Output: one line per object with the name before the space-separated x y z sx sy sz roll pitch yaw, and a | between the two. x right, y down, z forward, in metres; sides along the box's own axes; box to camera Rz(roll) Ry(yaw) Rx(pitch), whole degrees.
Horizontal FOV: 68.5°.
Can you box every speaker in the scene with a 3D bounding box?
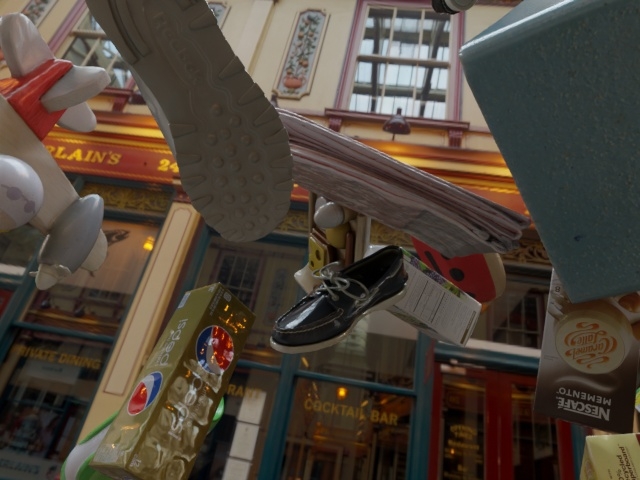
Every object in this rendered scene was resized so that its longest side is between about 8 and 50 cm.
speaker | -0.314 0.347 0.828 0.296 0.131 0.131 -38 -48 12

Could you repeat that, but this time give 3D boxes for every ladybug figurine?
ladybug figurine | 0.446 0.041 1.587 0.450 0.161 0.305 56 -17 -3

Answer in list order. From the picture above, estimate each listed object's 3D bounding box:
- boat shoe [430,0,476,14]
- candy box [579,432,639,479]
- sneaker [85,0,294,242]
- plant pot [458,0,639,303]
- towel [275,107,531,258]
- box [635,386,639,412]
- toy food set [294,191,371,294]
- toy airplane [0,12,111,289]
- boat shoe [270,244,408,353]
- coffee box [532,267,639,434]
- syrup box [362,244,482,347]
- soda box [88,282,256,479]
boat shoe | 0.328 -0.634 1.002 0.114 0.303 0.091 29 4 -27
candy box | 0.392 0.386 0.584 0.087 0.183 0.317 -11 -43 18
sneaker | -0.092 -0.107 0.369 0.090 0.095 0.235 -27 -61 -12
plant pot | 0.312 -0.127 0.374 0.252 0.247 0.248 -15 -68 46
towel | 0.071 -0.060 0.625 0.316 0.054 0.332 25 0 5
box | 0.620 0.293 0.803 0.043 0.179 0.105 31 -75 -9
toy food set | 0.000 0.000 0.970 0.092 0.219 0.306 -14 -57 -26
toy airplane | -0.417 -0.107 0.595 0.272 0.385 0.386 29 18 31
boat shoe | 0.034 0.074 0.651 0.095 0.254 0.079 22 -57 46
coffee box | 0.448 0.181 0.783 0.141 0.247 0.098 6 -17 29
syrup box | 0.182 0.105 0.879 0.236 0.096 0.093 32 -12 -26
soda box | -0.127 0.131 0.436 0.058 0.181 0.061 -16 -52 36
